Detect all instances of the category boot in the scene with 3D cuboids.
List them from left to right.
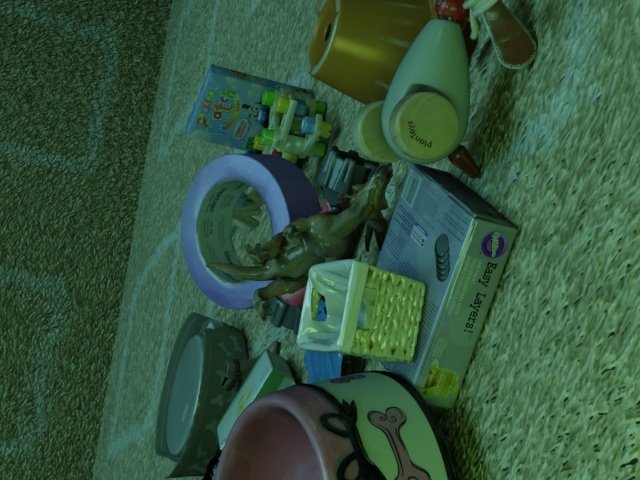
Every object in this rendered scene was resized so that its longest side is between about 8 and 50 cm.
[{"bbox_3d":[-0.131,0.232,2.155,0.042,0.087,0.118,-133,58,-70],"label":"boot"}]

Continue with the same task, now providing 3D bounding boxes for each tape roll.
[{"bbox_3d":[-0.124,-0.016,2.089,0.275,0.090,0.275,3,95,41],"label":"tape roll"}]

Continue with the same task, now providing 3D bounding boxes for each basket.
[{"bbox_3d":[0.049,0.090,1.464,0.167,0.103,0.113,170,112,-70],"label":"basket"}]

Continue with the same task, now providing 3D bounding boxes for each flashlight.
[{"bbox_3d":[0.000,0.000,1.901,0.103,0.103,0.304,-119,44,-69],"label":"flashlight"}]

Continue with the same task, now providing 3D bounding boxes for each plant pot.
[{"bbox_3d":[0.088,-0.272,1.680,0.205,0.188,0.205,-167,90,-72],"label":"plant pot"}]

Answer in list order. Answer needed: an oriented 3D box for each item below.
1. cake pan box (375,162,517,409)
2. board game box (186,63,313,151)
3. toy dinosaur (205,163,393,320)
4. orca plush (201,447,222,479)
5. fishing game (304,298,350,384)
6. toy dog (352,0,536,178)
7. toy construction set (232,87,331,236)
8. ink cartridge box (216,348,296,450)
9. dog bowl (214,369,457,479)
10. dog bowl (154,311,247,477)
[{"bbox_3d":[0.137,0.049,1.502,0.267,0.070,0.246,-129,56,-68],"label":"cake pan box"},{"bbox_3d":[-0.141,-0.251,2.326,0.039,0.211,0.160,-98,27,-48],"label":"board game box"},{"bbox_3d":[-0.011,0.009,1.730,0.295,0.127,0.200,-22,13,25],"label":"toy dinosaur"},{"bbox_3d":[-0.206,0.466,2.192,0.151,0.102,0.287,-112,39,-61],"label":"orca plush"},{"bbox_3d":[0.013,0.181,1.807,0.189,0.041,0.264,-153,63,-70],"label":"fishing game"},{"bbox_3d":[0.186,-0.213,1.479,0.334,0.161,0.220,-55,21,16],"label":"toy dog"},{"bbox_3d":[-0.088,-0.153,2.231,0.328,0.151,0.215,-54,27,28],"label":"toy construction set"},{"bbox_3d":[-0.104,0.296,1.982,0.171,0.056,0.235,-58,12,5],"label":"ink cartridge box"},{"bbox_3d":[-0.004,0.355,1.408,0.408,0.150,0.408,-27,60,58],"label":"dog bowl"},{"bbox_3d":[-0.245,0.322,2.416,0.349,0.102,0.349,-168,90,-72],"label":"dog bowl"}]
